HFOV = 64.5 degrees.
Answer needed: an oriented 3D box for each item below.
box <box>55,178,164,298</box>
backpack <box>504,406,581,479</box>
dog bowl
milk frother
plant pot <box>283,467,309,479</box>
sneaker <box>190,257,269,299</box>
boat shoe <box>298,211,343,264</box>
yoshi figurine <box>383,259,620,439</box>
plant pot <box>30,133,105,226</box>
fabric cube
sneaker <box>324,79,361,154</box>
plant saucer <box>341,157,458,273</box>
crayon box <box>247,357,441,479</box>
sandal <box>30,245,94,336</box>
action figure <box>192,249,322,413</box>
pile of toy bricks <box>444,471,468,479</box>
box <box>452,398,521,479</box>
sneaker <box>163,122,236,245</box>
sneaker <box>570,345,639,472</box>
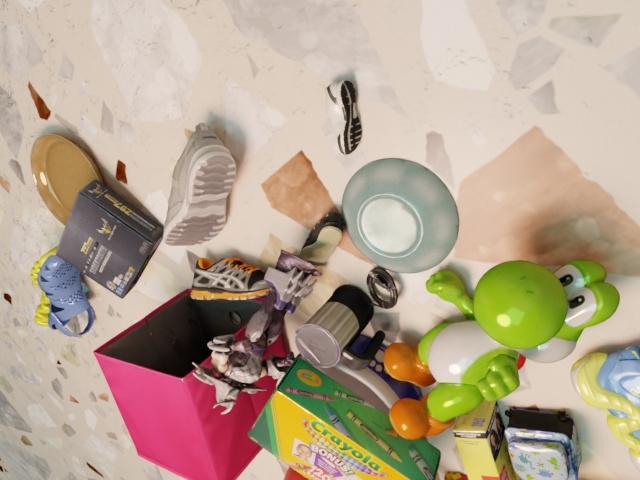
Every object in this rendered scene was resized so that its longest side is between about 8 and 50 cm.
[{"bbox_3d":[-0.462,0.005,1.109,0.183,0.059,0.232,37,128,-8],"label":"box"},{"bbox_3d":[0.347,0.334,0.793,0.105,0.084,0.114,-9,112,37],"label":"backpack"},{"bbox_3d":[0.052,0.306,0.946,0.265,0.104,0.264,14,121,25],"label":"dog bowl"},{"bbox_3d":[0.048,0.123,0.835,0.129,0.135,0.143,18,122,22],"label":"milk frother"},{"bbox_3d":[0.037,0.531,1.017,0.174,0.191,0.191,-12,107,33],"label":"plant pot"},{"bbox_3d":[-0.163,0.071,0.977,0.215,0.084,0.083,-3,88,24],"label":"sneaker"},{"bbox_3d":[0.002,0.001,0.863,0.049,0.042,0.133,20,143,-15],"label":"boat shoe"},{"bbox_3d":[0.216,0.135,0.707,0.203,0.203,0.362,50,126,9],"label":"yoshi figurine"},{"bbox_3d":[-0.561,-0.128,1.145,0.236,0.032,0.236,13,119,25],"label":"plant pot"},{"bbox_3d":[-0.229,0.275,1.001,0.254,0.259,0.258,2,116,34],"label":"fabric cube"},{"bbox_3d":[0.032,-0.182,0.755,0.044,0.040,0.109,14,118,44],"label":"sneaker"},{"bbox_3d":[0.112,-0.028,0.781,0.195,0.037,0.194,15,121,26],"label":"plant saucer"},{"bbox_3d":[0.033,0.336,0.838,0.279,0.081,0.165,32,129,6],"label":"crayon box"},{"bbox_3d":[-0.633,0.134,1.277,0.138,0.126,0.317,33,135,9],"label":"sandal"},{"bbox_3d":[-0.099,0.157,0.844,0.099,0.185,0.284,24,82,28],"label":"action figure"},{"bbox_3d":[0.160,0.479,0.955,0.105,0.212,0.118,-126,29,-51],"label":"pile of toy bricks"},{"bbox_3d":[0.290,0.386,0.854,0.058,0.087,0.232,-10,107,34],"label":"box"},{"bbox_3d":[-0.226,-0.092,0.939,0.281,0.105,0.115,-52,49,42],"label":"sneaker"},{"bbox_3d":[0.458,0.239,0.672,0.240,0.091,0.126,46,128,4],"label":"sneaker"}]
